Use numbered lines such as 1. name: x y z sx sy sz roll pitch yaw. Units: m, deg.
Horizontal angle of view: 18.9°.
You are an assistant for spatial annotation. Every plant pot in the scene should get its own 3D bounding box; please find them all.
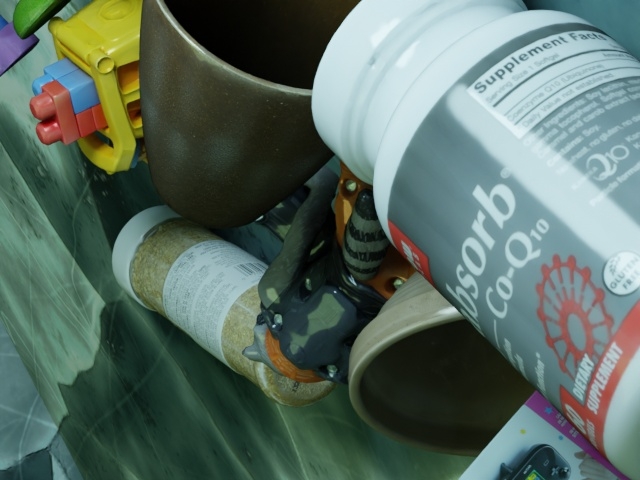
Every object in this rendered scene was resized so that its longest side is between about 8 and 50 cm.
1. plant pot: -0.058 -0.120 1.520 0.215 0.215 0.230 52 142 22
2. plant pot: 0.139 0.073 1.532 0.237 0.237 0.109 96 174 -56

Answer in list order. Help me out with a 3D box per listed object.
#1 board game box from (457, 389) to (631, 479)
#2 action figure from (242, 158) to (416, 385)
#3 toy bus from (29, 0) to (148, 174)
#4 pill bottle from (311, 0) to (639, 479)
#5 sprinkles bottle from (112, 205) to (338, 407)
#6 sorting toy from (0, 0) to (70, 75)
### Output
1. board game box: 0.233 0.251 1.372 0.303 0.224 0.097 39 152 11
2. action figure: 0.000 0.000 1.690 0.341 0.178 0.330 38 136 8
3. toy bus: -0.197 -0.142 1.965 0.149 0.211 0.220 37 150 44
4. pill bottle: 0.166 -0.024 1.290 0.363 0.210 0.210 46 154 35
5. sprinkles bottle: -0.104 0.067 2.138 0.355 0.121 0.121 31 144 53
6. sorting toy: -0.284 -0.298 1.921 0.126 0.127 0.365 46 138 -6
